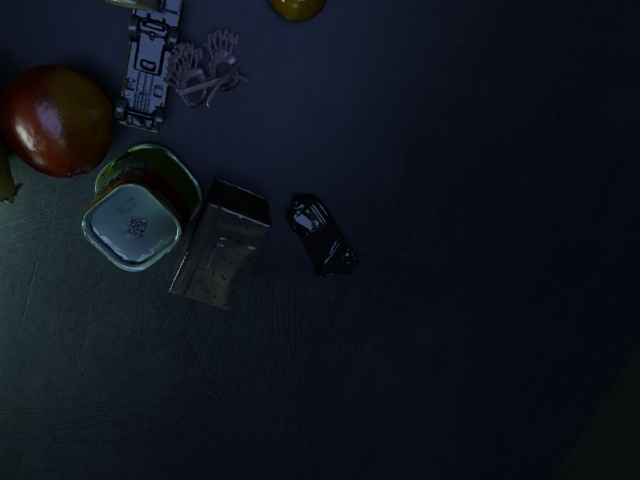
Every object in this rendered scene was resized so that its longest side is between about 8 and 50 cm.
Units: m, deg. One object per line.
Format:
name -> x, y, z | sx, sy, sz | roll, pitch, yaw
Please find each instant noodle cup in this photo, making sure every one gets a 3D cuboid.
instant noodle cup -> -0.470, -0.083, 1.331 | 0.293, 0.308, 0.294 | -4, 114, -9

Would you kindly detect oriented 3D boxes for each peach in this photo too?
peach -> -0.644, -0.290, 1.249 | 0.280, 0.238, 0.281 | -4, 113, -10

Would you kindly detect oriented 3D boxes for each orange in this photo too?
orange -> -0.055, -0.634, 1.266 | 0.156, 0.124, 0.156 | -5, 117, -10

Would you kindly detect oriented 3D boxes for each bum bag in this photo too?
bum bag -> 0.000, 0.000, 1.575 | 0.142, 0.080, 0.326 | -33, 114, 1

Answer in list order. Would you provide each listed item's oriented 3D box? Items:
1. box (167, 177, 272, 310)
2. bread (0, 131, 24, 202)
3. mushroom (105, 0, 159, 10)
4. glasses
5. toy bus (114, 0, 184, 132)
box -> -0.284, 0.011, 1.449 | 0.190, 0.225, 0.297 | 23, 109, -18
bread -> -0.924, -0.272, 1.204 | 0.360, 0.250, 0.394 | 1, 109, 2
mushroom -> -0.364, -0.705, 1.063 | 0.315, 0.315, 0.356 | -25, 94, 1
glasses -> -0.282, -0.437, 1.279 | 0.255, 0.095, 0.162 | -41, 130, -32
toy bus -> -0.432, -0.454, 1.278 | 0.121, 0.123, 0.336 | 11, 111, -16
